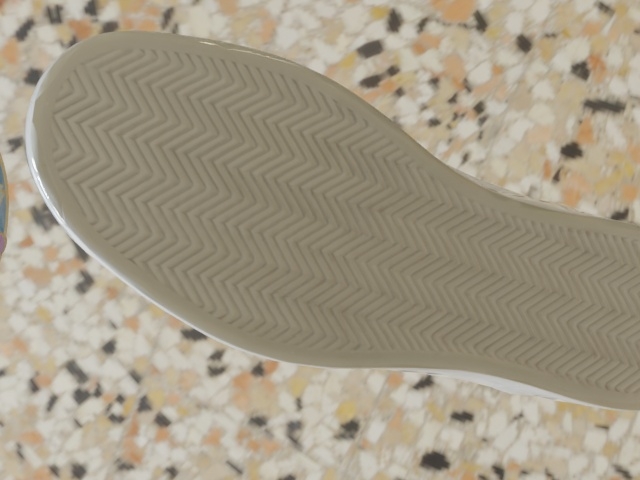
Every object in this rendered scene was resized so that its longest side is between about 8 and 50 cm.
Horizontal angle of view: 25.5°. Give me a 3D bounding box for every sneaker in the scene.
[{"bbox_3d":[0.000,0.000,0.597,0.292,0.169,0.108,21,85,-24],"label":"sneaker"}]

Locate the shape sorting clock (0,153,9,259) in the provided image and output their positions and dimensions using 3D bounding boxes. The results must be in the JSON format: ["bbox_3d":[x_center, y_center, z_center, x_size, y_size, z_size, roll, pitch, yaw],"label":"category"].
[{"bbox_3d":[-0.255,0.019,0.863,0.040,0.206,0.206,21,108,23],"label":"shape sorting clock"}]
